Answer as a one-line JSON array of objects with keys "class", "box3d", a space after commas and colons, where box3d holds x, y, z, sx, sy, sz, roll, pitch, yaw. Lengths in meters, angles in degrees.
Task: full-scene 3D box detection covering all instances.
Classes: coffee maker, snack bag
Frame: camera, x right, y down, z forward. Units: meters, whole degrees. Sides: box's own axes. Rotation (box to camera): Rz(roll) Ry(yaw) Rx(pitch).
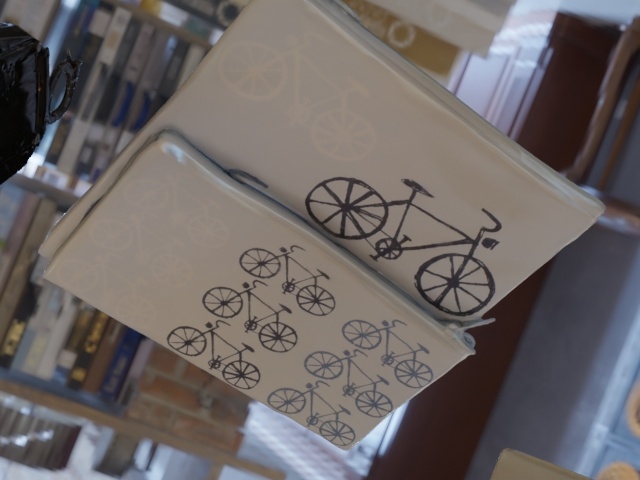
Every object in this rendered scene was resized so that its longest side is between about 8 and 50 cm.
[{"class": "coffee maker", "box3d": [-0.283, -0.101, 0.785, 0.178, 0.120, 0.171, 15, -178, 13]}, {"class": "snack bag", "box3d": [0.000, 0.000, 0.899, 0.323, 0.342, 0.037, 34, -147, -19]}]

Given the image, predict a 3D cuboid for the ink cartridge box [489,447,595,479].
[{"class": "ink cartridge box", "box3d": [0.119, 0.236, 0.711, 0.086, 0.153, 0.208, 20, 156, 16]}]
